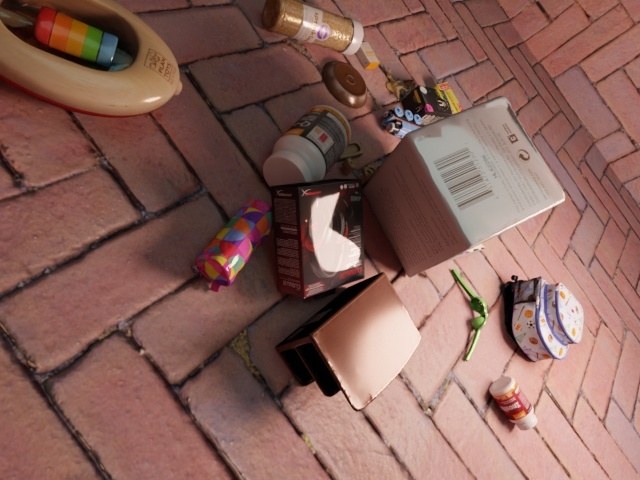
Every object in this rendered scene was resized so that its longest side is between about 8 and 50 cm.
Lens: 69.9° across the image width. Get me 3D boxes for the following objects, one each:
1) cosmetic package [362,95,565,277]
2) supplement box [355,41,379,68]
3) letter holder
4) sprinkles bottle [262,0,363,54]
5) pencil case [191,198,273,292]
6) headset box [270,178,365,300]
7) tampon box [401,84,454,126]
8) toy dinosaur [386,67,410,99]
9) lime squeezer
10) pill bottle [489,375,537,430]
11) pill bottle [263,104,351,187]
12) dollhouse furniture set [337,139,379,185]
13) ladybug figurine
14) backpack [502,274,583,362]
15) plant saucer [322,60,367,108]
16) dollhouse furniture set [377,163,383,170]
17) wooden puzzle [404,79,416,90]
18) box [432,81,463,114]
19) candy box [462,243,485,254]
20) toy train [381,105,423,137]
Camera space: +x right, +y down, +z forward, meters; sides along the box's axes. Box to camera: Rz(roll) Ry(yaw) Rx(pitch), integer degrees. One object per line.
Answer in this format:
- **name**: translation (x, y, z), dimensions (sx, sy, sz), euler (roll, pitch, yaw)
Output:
- **cosmetic package**: translation (0.376, -0.135, 1.312), dimensions (0.327, 0.394, 0.330), euler (-25, 82, -17)
- **supplement box**: translation (0.176, -0.709, 1.756), dimensions (0.062, 0.036, 0.099), euler (-22, 82, -42)
- **letter holder**: translation (0.083, 0.253, 1.120), dimensions (0.301, 0.152, 0.215), euler (-33, 91, -42)
- **sprinkles bottle**: translation (-0.020, -0.733, 1.564), dimensions (0.355, 0.121, 0.121), euler (-2, 69, -37)
- **pencil case**: translation (-0.194, 0.004, 1.075), dimensions (0.104, 0.104, 0.236), euler (43, 51, -11)
- **headset box**: translation (0.000, 0.000, 1.147), dimensions (0.218, 0.110, 0.294), euler (-12, 105, -41)
- **tampon box**: translation (0.423, -0.523, 1.804), dimensions (0.160, 0.101, 0.121), euler (-6, 71, -39)
- **toy dinosaur**: translation (0.301, -0.593, 1.795), dimensions (0.092, 0.053, 0.183), euler (1, 59, -20)
- **lime squeezer**: translation (0.505, 0.243, 1.507), dimensions (0.109, 0.058, 0.311), euler (17, 59, -30)
- **pill bottle**: translation (0.603, 0.508, 1.425), dimensions (0.086, 0.086, 0.152), euler (-36, 91, -42)
- **pill bottle**: translation (-0.035, -0.249, 1.277), dimensions (0.162, 0.162, 0.278), euler (44, 48, -11)
- **dollhouse furniture set**: translation (0.145, -0.267, 1.443), dimensions (0.144, 0.123, 0.151), euler (-21, 81, -39)
- **ladybug figurine**: translation (-0.526, -0.399, 0.980), dimensions (0.449, 0.162, 0.305), euler (19, 57, -28)
- **backpack**: translation (0.790, 0.287, 1.611), dimensions (0.276, 0.213, 0.264), euler (38, 61, -20)
- **plant saucer**: translation (0.097, -0.561, 1.622), dimensions (0.198, 0.036, 0.199), euler (16, 59, -29)
- **dollhouse furniture set**: translation (0.259, -0.210, 1.575), dimensions (0.151, 0.058, 0.076), euler (33, 41, -44)
- **wooden puzzle**: translation (0.370, -0.640, 1.888), dimensions (0.083, 0.006, 0.049), euler (-24, 83, -42)
- **box**: translation (0.560, -0.558, 1.956), dimensions (0.087, 0.058, 0.232), euler (-25, 84, -40)
- **candy box**: translation (0.454, -0.017, 1.591), dimensions (0.233, 0.071, 0.159), euler (-10, 73, -40)
- **toy train**: translation (0.308, -0.420, 1.683), dimensions (0.184, 0.080, 0.105), euler (10, 68, -34)
